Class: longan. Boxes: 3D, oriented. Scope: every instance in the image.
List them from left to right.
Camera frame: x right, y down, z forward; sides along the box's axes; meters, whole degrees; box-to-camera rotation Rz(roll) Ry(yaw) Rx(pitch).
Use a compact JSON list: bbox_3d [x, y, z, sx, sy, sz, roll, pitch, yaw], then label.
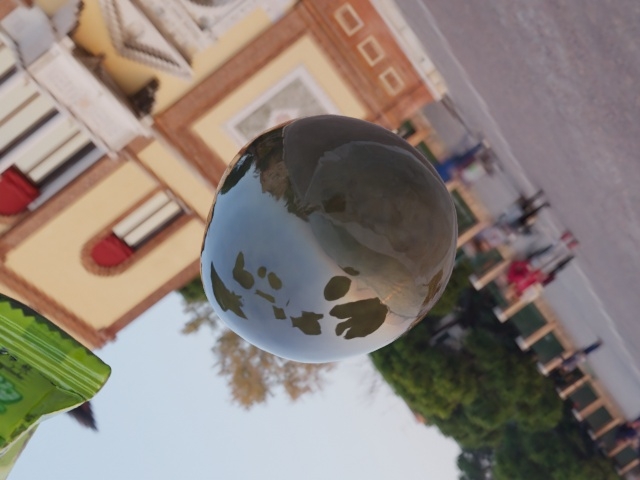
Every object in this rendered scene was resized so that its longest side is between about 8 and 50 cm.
[{"bbox_3d":[0.000,0.000,0.659,0.167,0.187,0.167,14,-118,-28],"label":"longan"}]

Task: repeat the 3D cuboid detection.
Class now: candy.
[{"bbox_3d":[-0.292,0.169,0.802,0.149,0.246,0.069,29,177,7],"label":"candy"}]
